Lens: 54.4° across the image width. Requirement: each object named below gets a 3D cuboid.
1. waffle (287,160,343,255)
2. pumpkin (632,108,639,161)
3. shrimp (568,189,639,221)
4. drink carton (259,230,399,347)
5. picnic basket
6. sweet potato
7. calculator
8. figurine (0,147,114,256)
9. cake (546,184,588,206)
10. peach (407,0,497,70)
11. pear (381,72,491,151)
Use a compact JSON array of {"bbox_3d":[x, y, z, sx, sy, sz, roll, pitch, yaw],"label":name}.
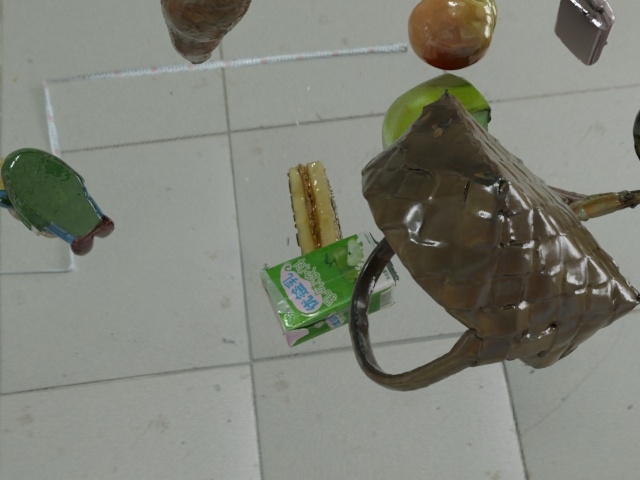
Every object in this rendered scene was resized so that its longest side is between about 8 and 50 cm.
[{"bbox_3d":[-0.001,0.000,1.666,0.114,0.261,0.376,-13,60,6],"label":"waffle"},{"bbox_3d":[0.764,-0.163,1.209,0.242,0.232,0.325,-30,84,-3],"label":"pumpkin"},{"bbox_3d":[0.580,-0.076,1.265,0.099,0.180,0.041,-29,98,-32],"label":"shrimp"},{"bbox_3d":[0.019,0.098,1.352,0.271,0.108,0.161,-22,59,-10],"label":"drink carton"},{"bbox_3d":[0.151,0.042,0.763,0.337,0.337,0.293,-6,37,-2],"label":"picnic basket"},{"bbox_3d":[-0.097,-0.183,0.493,0.068,0.226,0.068,-1,93,-20],"label":"sweet potato"},{"bbox_3d":[0.424,-0.349,1.008,0.032,0.175,0.100,-36,74,5],"label":"calculator"},{"bbox_3d":[-0.412,-0.062,0.956,0.185,0.234,0.127,43,66,-21],"label":"figurine"},{"bbox_3d":[0.591,-0.130,1.698,0.295,0.116,0.113,11,108,41],"label":"cake"},{"bbox_3d":[0.269,-0.437,1.275,0.184,0.184,0.184,0,74,0],"label":"peach"},{"bbox_3d":[0.248,-0.231,1.459,0.238,0.342,0.318,-19,47,-2],"label":"pear"}]
